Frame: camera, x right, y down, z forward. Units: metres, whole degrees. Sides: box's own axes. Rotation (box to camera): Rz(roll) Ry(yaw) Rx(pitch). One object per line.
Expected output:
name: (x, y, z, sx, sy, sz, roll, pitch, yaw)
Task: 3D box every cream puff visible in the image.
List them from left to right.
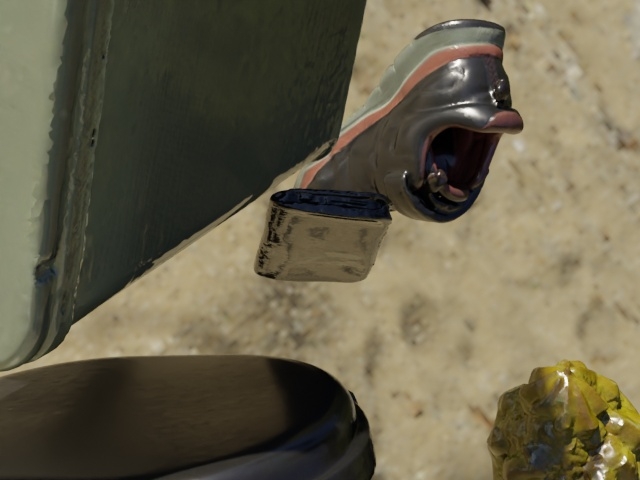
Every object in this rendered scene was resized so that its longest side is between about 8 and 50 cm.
cream puff: (0.196, 0.167, 1.394, 0.146, 0.146, 0.116, 57, 10, 17)

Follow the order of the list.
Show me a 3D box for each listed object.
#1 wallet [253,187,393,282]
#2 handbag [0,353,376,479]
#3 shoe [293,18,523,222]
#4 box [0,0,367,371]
wallet: (0.000, 0.000, 1.151, 0.156, 0.082, 0.018, 106, -13, -71)
handbag: (-0.115, 0.145, 1.070, 0.254, 0.308, 0.093, -41, 126, -65)
shoe: (0.087, -0.069, 1.591, 0.114, 0.291, 0.137, 2, 53, -42)
box: (-0.109, -0.155, 0.966, 0.177, 0.352, 0.344, 24, 30, 23)
